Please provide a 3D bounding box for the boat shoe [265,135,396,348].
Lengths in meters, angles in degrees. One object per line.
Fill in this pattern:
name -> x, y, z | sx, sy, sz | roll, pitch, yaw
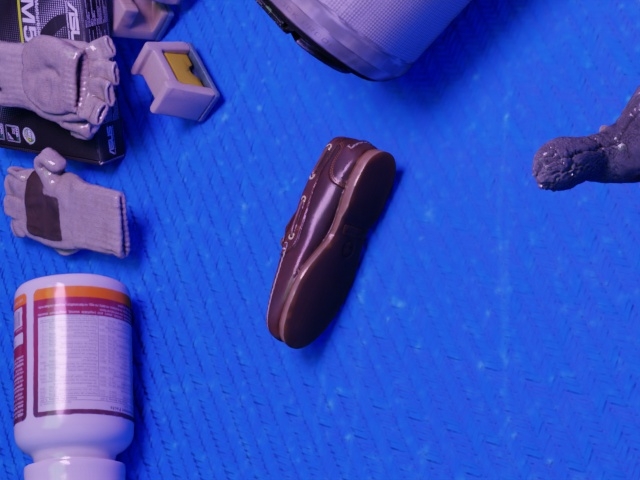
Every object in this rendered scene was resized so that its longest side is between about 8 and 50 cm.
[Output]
boat shoe -> 0.000, 0.000, 1.500 | 0.073, 0.073, 0.207 | 23, 84, 39

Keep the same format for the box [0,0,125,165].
box -> -0.300, -0.187, 1.729 | 0.184, 0.045, 0.191 | 13, 115, 39

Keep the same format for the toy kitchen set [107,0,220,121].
toy kitchen set -> -0.111, -0.253, 1.642 | 0.207, 0.122, 0.166 | -55, 51, 36

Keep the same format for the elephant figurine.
elephant figurine -> 0.299, -0.091, 1.201 | 0.169, 0.239, 0.186 | 12, 85, 37

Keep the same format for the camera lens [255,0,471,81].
camera lens -> 0.065, -0.300, 1.440 | 0.274, 0.219, 0.219 | -47, 56, 16

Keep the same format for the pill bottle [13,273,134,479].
pill bottle -> -0.250, 0.153, 1.602 | 0.121, 0.121, 0.221 | -15, 69, 32

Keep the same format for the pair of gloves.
pair of gloves -> -0.276, -0.100, 1.687 | 0.204, 0.042, 0.240 | 3, 104, 43
